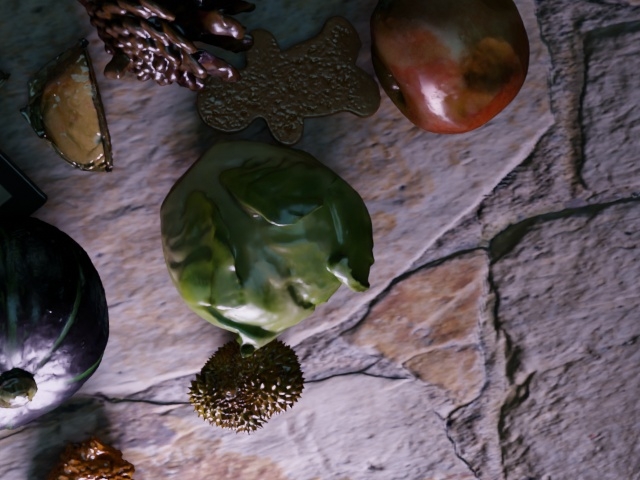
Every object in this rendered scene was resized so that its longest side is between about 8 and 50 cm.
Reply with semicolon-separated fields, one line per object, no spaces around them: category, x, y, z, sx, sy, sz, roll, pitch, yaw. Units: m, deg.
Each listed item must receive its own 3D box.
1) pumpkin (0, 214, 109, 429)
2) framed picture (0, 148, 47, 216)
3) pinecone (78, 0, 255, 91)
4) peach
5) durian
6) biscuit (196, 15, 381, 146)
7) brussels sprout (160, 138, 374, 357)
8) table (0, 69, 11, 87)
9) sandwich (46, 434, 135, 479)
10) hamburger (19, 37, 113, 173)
pumpkin;-0.414;0.118;1.275;0.315;0.238;0.315;-16;137;-16
framed picture;-0.555;-0.099;1.282;0.265;0.016;0.347;-37;111;15
pinecone;-0.171;-0.320;1.255;0.244;0.244;0.309;29;85;-20
peach;0.157;-0.262;1.358;0.214;0.214;0.235;-51;133;3
durian;-0.099;0.200;1.445;0.158;0.168;0.137;-3;93;16
biscuit;-0.050;-0.212;1.400;0.250;0.036;0.166;-20;91;-11
brussels sprout;-0.075;0.000;1.348;0.294;0.227;0.259;40;95;2
table;-0.444;-0.212;1.285;0.062;0.079;0.083;-45;109;2
sandwich;-0.319;0.380;1.476;0.184;0.109;0.160;35;74;-19
hamburger;-0.331;-0.170;1.329;0.102;0.087;0.176;-8;115;0
